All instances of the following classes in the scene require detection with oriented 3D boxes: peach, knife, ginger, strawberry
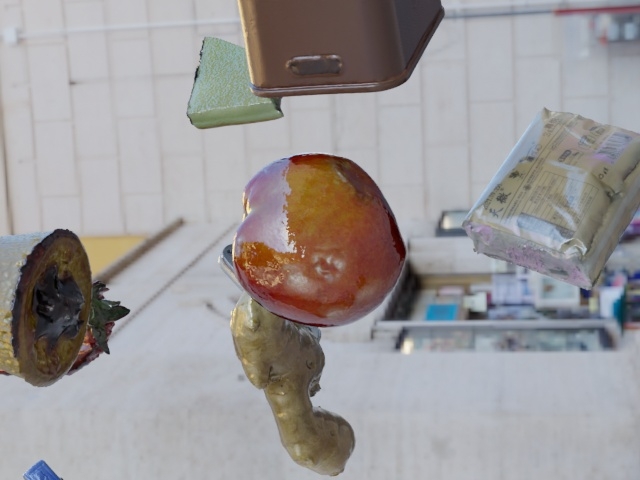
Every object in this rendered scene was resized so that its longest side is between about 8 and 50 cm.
[{"bbox_3d":[0.000,0.000,1.526,0.199,0.244,0.243,-179,88,-86],"label":"peach"},{"bbox_3d":[-0.096,0.107,2.178,0.073,0.265,0.040,-33,-19,-33],"label":"knife"},{"bbox_3d":[-0.054,0.212,1.801,0.348,0.122,0.362,5,-100,-69],"label":"ginger"},{"bbox_3d":[-0.413,0.142,1.755,0.228,0.174,0.098,-47,5,25],"label":"strawberry"}]

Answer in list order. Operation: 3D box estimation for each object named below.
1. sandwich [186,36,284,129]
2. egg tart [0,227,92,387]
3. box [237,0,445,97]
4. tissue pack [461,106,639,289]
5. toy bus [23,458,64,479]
[{"bbox_3d":[-0.145,-0.325,2.260,0.063,0.212,0.245,71,-161,-46],"label":"sandwich"},{"bbox_3d":[-0.405,0.086,1.511,0.215,0.171,0.215,5,-90,-75],"label":"egg tart"},{"bbox_3d":[0.027,-0.384,1.656,0.339,0.240,0.229,-61,-35,-55],"label":"box"},{"bbox_3d":[0.368,-0.072,1.709,0.256,0.215,0.123,-52,-38,-25],"label":"tissue pack"},{"bbox_3d":[-0.410,0.417,1.794,0.051,0.153,0.061,-41,-20,-18],"label":"toy bus"}]
